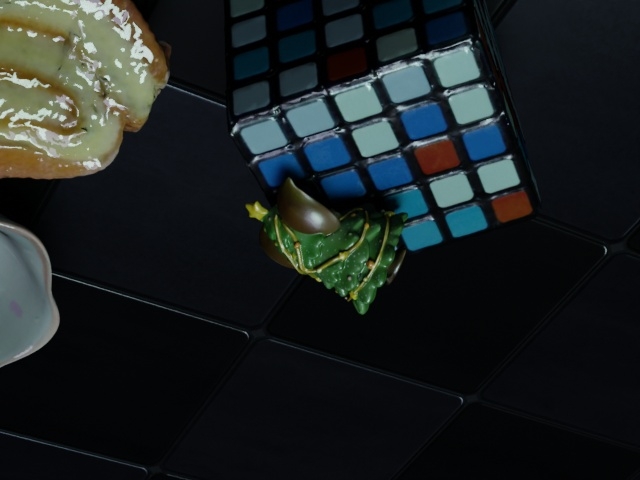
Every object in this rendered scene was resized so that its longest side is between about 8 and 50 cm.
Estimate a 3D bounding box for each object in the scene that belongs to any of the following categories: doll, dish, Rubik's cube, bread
[{"bbox_3d":[0.002,0.009,0.942,0.113,0.077,0.078,10,145,-14],"label":"doll"},{"bbox_3d":[-0.336,0.022,1.191,0.229,0.081,0.229,-3,132,-3],"label":"dish"},{"bbox_3d":[0.043,-0.112,1.008,0.182,0.187,0.184,-17,137,12],"label":"Rubik's cube"},{"bbox_3d":[-0.227,-0.130,0.991,0.244,0.123,0.190,2,108,-23],"label":"bread"}]
